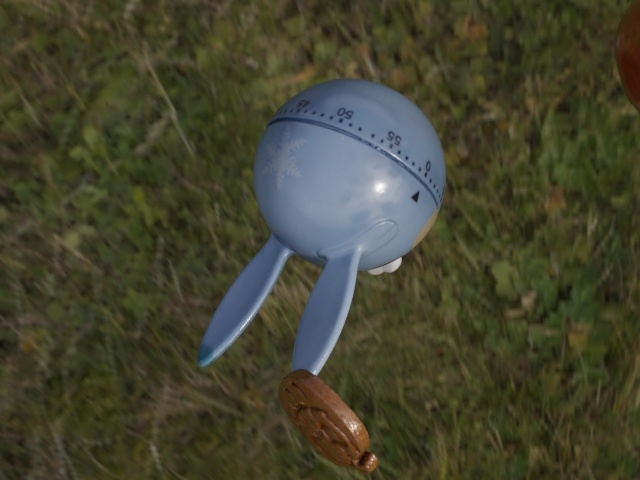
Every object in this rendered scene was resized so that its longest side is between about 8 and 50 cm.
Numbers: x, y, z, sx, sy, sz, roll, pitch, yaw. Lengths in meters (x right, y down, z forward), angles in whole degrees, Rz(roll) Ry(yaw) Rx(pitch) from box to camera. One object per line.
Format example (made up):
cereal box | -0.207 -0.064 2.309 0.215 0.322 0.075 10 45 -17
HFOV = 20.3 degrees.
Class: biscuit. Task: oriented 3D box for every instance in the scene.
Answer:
biscuit | 0.004 0.114 1.090 0.015 0.091 0.078 -41 78 -19

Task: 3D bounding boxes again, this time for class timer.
timer | 0.015 -0.005 1.454 0.175 0.175 0.255 9 88 11

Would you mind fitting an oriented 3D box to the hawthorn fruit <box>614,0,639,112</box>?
hawthorn fruit | 0.279 -0.141 1.284 0.125 0.140 0.125 7 63 -14
